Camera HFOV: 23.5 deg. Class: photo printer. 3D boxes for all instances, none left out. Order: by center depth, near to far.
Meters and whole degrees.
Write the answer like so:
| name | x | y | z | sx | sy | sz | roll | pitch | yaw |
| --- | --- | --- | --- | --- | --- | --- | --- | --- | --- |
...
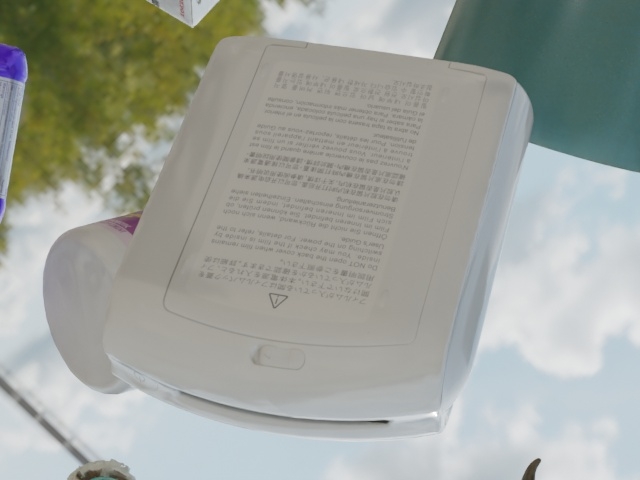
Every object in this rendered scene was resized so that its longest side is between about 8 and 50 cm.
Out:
| name | x | y | z | sx | sy | sz | roll | pitch | yaw |
| --- | --- | --- | --- | --- | --- | --- | --- | --- | --- |
| photo printer | 0.000 | 0.000 | 1.087 | 0.107 | 0.256 | 0.307 | 84 | 19 | -50 |

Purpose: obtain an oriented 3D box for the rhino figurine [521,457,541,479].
| name | x | y | z | sx | sy | sz | roll | pitch | yaw |
| --- | --- | --- | --- | --- | --- | --- | --- | --- | --- |
| rhino figurine | 0.212 | 0.311 | 1.354 | 0.106 | 0.243 | 0.073 | -11 | 179 | -22 |

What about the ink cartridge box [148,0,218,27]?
| name | x | y | z | sx | sy | sz | roll | pitch | yaw |
| --- | --- | --- | --- | --- | --- | --- | --- | --- | --- |
| ink cartridge box | -0.187 | -0.328 | 1.813 | 0.056 | 0.135 | 0.099 | -49 | 162 | -27 |

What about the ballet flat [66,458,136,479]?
| name | x | y | z | sx | sy | sz | roll | pitch | yaw |
| --- | --- | --- | --- | --- | --- | --- | --- | --- | --- |
| ballet flat | -0.326 | 0.453 | 1.849 | 0.409 | 0.147 | 0.147 | -64 | -163 | -8 |

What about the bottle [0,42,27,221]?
| name | x | y | z | sx | sy | sz | roll | pitch | yaw |
| --- | --- | --- | --- | --- | --- | --- | --- | --- | --- |
| bottle | -0.356 | -0.055 | 1.504 | 0.118 | 0.092 | 0.282 | 3 | -96 | 56 |

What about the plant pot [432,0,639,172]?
| name | x | y | z | sx | sy | sz | roll | pitch | yaw |
| --- | --- | --- | --- | --- | --- | --- | --- | --- | --- |
| plant pot | 0.264 | -0.212 | 1.420 | 0.293 | 0.293 | 0.235 | -104 | -152 | -74 |

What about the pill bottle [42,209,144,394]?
| name | x | y | z | sx | sy | sz | roll | pitch | yaw |
| --- | --- | --- | --- | --- | --- | --- | --- | --- | --- |
| pill bottle | -0.111 | 0.038 | 1.546 | 0.302 | 0.169 | 0.169 | -16 | 173 | -39 |
